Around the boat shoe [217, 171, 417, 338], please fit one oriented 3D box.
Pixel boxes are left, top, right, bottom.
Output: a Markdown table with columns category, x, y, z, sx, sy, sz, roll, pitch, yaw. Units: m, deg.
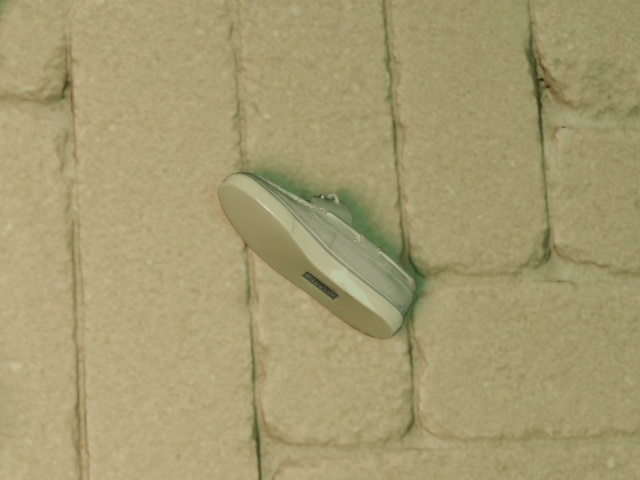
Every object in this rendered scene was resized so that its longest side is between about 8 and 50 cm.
| category | x | y | z | sx | sy | sz | roll | pitch | yaw |
| --- | --- | --- | --- | --- | --- | --- | --- | --- | --- |
| boat shoe | 0.001 | 0.000 | 1.545 | 0.227 | 0.079 | 0.081 | 41 | 60 | -13 |
